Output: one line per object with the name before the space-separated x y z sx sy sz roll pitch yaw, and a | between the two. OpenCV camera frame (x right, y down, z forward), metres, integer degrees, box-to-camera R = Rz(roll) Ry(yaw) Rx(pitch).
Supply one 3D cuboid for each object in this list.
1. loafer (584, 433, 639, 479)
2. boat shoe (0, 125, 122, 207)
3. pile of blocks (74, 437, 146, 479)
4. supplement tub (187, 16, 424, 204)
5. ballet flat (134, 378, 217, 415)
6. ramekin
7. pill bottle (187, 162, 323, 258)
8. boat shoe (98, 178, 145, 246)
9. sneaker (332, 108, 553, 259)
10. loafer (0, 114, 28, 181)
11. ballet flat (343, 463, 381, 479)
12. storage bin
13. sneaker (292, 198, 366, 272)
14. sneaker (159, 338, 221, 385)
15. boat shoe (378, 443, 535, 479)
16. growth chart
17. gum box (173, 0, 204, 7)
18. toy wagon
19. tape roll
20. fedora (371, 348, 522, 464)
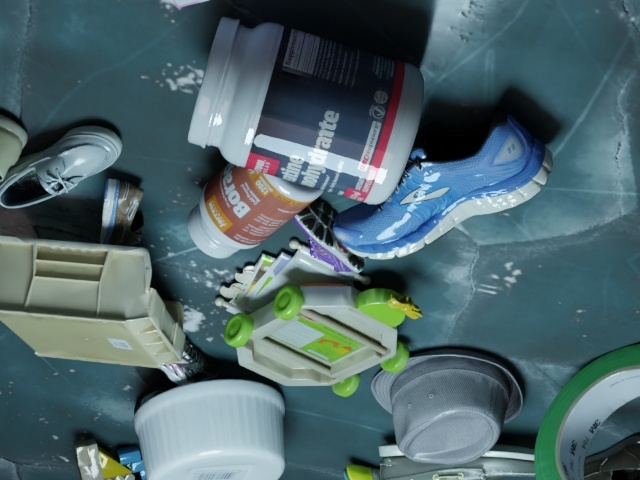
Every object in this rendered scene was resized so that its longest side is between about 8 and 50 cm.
loafer | 0.523 0.425 2.172 0.080 0.078 0.220 24 137 -13
boat shoe | -0.391 -0.099 1.795 0.227 0.081 0.079 -18 131 30
pile of blocks | -0.351 0.496 2.449 0.362 0.149 0.112 44 173 -19
supplement tub | -0.018 -0.169 1.553 0.272 0.191 0.191 16 138 -5
ballet flat | -0.277 0.292 2.207 0.203 0.074 0.074 -21 130 27
ramekin | -0.192 0.368 2.163 0.277 0.135 0.277 -8 149 -5
pill bottle | -0.098 -0.063 1.740 0.121 0.121 0.216 32 134 -22
boat shoe | -0.308 -0.020 1.877 0.066 0.066 0.183 8 143 -8
sneaker | 0.148 -0.089 1.674 0.330 0.130 0.147 -27 118 26
loafer | -0.549 -0.100 1.822 0.102 0.092 0.268 37 132 -26
ballet flat | 0.122 0.490 2.349 0.077 0.077 0.231 -26 132 9
storage bin | -0.362 0.103 1.918 0.260 0.123 0.262 4 159 7
sneaker | 0.000 0.000 1.832 0.071 0.068 0.170 -14 133 34
sneaker | -0.251 0.197 2.104 0.178 0.072 0.077 22 127 -20
boat shoe | 0.254 0.415 2.184 0.304 0.091 0.109 -2 173 20
growth chart | -0.055 0.081 1.964 0.172 0.021 0.237 32 135 -21
gum box | -0.100 -0.350 1.434 0.188 0.107 0.062 -10 134 22
toy wagon | 0.024 0.149 1.964 0.267 0.068 0.344 29 136 -35
tape roll | 0.486 0.315 1.875 0.321 0.321 0.077 -25 127 34
fedora | 0.214 0.303 2.073 0.275 0.124 0.243 -24 127 33
